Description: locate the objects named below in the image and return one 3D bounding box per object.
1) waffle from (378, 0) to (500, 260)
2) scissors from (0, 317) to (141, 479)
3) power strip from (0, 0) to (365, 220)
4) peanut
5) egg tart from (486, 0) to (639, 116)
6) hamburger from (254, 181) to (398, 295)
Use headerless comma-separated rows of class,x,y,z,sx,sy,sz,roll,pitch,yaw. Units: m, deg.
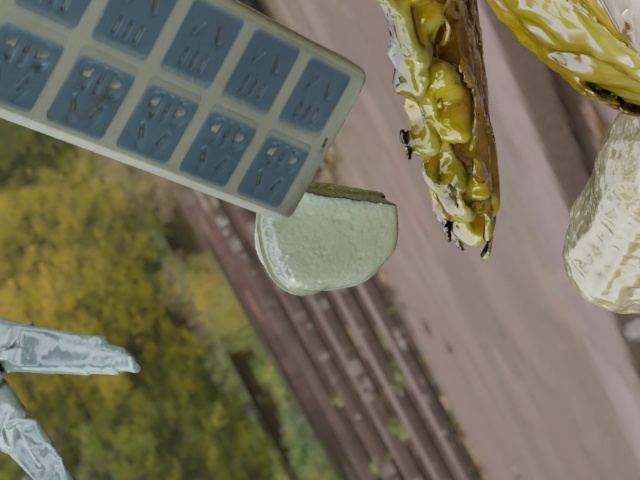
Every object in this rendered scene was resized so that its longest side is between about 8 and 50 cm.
waffle,0.093,-0.191,1.396,0.382,0.095,0.380,-91,-14,-53
scissors,-0.222,0.049,0.905,0.383,0.029,0.256,19,103,46
power strip,-0.105,-0.098,0.823,0.043,0.106,0.367,33,-172,36
peanut,0.212,-0.027,1.006,0.090,0.098,0.214,44,158,16
egg tart,0.168,-0.204,0.731,0.443,0.178,0.443,22,-125,-35
hamburger,-0.002,0.000,1.211,0.054,0.121,0.084,31,109,56
